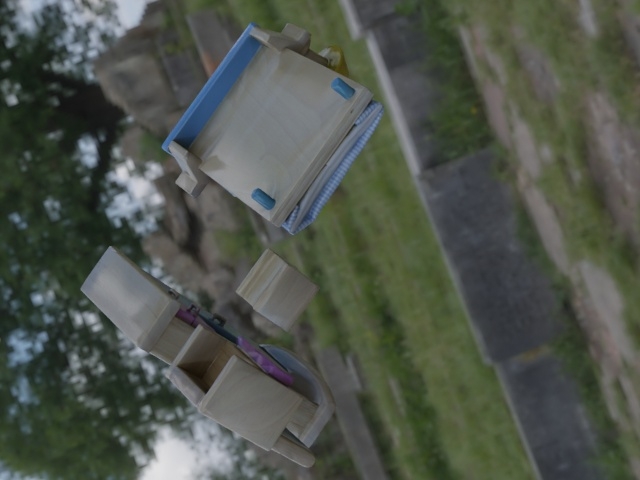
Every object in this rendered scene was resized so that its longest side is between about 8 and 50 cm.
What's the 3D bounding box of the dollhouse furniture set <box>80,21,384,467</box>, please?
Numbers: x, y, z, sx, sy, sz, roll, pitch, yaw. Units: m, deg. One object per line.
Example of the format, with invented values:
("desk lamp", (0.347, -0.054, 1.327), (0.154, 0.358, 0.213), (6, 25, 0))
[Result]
("dollhouse furniture set", (0.000, 0.000, 1.090), (0.198, 0.303, 0.286), (35, 179, -35))
